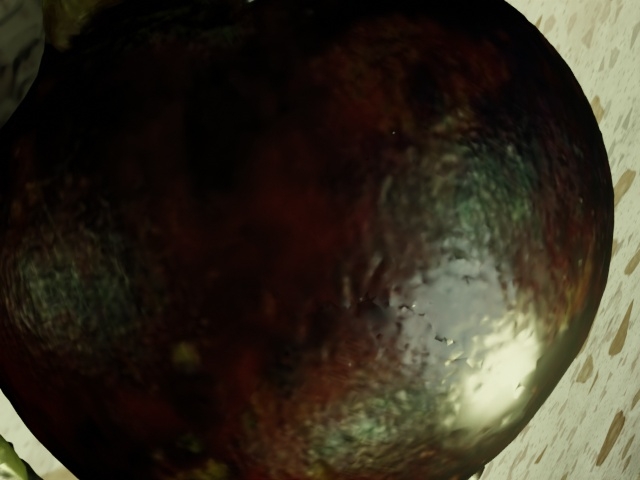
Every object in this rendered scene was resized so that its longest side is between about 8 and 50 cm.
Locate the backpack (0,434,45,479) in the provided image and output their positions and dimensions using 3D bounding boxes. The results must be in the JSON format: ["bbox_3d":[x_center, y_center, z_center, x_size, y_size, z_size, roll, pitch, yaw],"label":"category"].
[{"bbox_3d":[-0.217,0.162,0.454,0.253,0.140,0.207,-54,154,-21],"label":"backpack"}]

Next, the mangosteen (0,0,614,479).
[{"bbox_3d":[-0.015,-0.019,0.516,0.311,0.311,0.311,-43,148,-36],"label":"mangosteen"}]
